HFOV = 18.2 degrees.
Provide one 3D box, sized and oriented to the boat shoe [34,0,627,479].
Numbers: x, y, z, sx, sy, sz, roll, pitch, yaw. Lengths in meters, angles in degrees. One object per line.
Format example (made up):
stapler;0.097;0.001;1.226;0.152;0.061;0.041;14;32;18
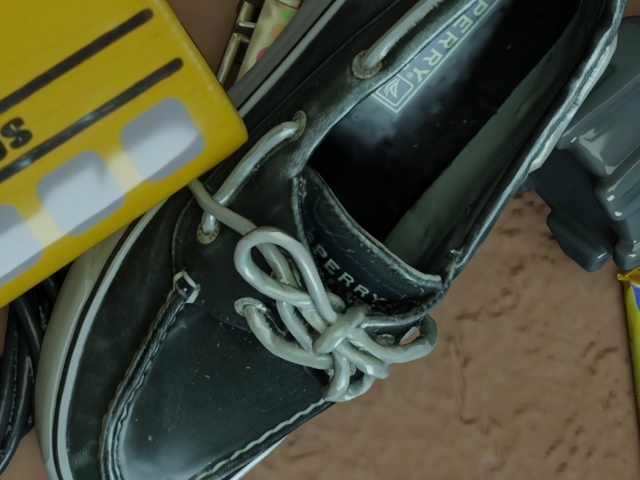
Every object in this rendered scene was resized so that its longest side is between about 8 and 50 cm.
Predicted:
boat shoe;0.004;0.002;0.723;0.113;0.105;0.306;36;104;-27

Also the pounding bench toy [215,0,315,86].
pounding bench toy;-0.014;-0.062;0.778;0.052;0.083;0.065;21;84;-7

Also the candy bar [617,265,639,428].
candy bar;0.150;0.085;0.828;0.040;0.018;0.161;-7;89;-9

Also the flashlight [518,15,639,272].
flashlight;0.200;-0.121;0.793;0.304;0.103;0.103;-41;99;-13

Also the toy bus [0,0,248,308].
toy bus;-0.202;-0.004;0.677;0.333;0.108;0.130;-34;121;-3

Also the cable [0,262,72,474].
cable;-0.180;0.042;0.768;0.184;0.047;0.150;-7;88;-9
